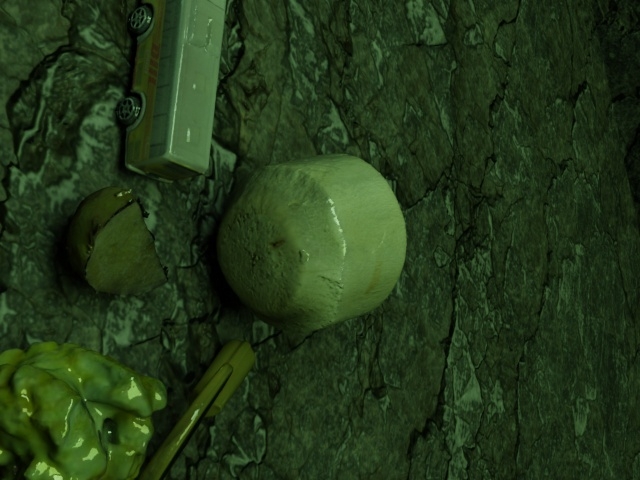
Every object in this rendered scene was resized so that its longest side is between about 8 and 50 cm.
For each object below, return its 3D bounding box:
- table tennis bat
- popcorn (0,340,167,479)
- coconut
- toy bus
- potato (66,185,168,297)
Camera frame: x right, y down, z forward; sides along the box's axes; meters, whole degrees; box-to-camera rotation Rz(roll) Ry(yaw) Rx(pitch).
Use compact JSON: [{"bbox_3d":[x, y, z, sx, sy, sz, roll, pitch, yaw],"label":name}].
[{"bbox_3d":[-0.150,0.208,0.981,0.050,0.198,0.321,34,25,2],"label":"table tennis bat"},{"bbox_3d":[-0.265,0.197,0.823,0.187,0.167,0.185,6,86,-47],"label":"popcorn"},{"bbox_3d":[0.000,0.000,1.121,0.266,0.237,0.237,-20,101,-53],"label":"coconut"},{"bbox_3d":[-0.183,-0.211,1.021,0.092,0.106,0.268,19,71,-51],"label":"toy bus"},{"bbox_3d":[-0.252,0.005,0.949,0.100,0.089,0.172,-46,155,-21],"label":"potato"}]
